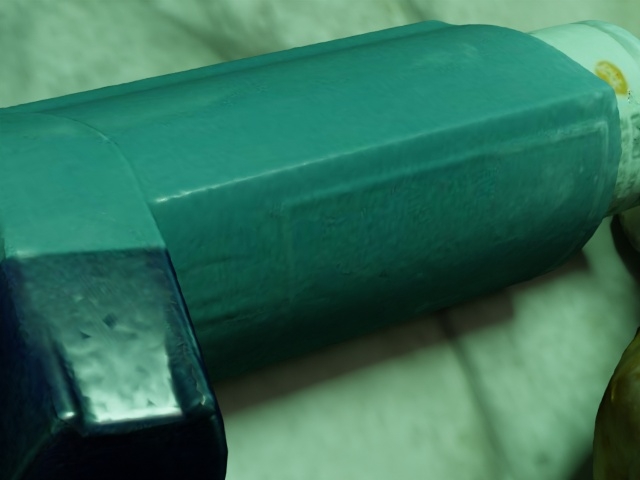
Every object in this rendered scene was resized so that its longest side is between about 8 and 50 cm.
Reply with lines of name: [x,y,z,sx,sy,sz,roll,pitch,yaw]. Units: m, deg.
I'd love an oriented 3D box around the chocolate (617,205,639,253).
chocolate: [0.233,0.017,0.589,0.261,0.083,0.161,40,49,0]

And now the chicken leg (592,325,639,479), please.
chicken leg: [0.137,0.012,0.504,0.107,0.087,0.251,16,73,-28]

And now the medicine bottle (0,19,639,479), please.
medicine bottle: [0.000,0.000,0.469,0.258,0.079,0.124,-18,50,-37]
